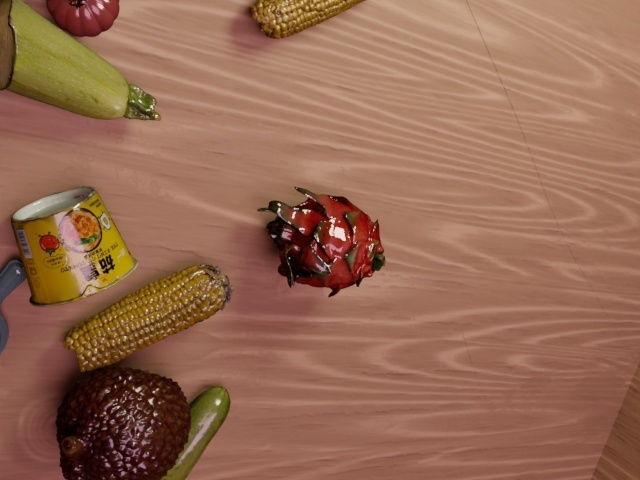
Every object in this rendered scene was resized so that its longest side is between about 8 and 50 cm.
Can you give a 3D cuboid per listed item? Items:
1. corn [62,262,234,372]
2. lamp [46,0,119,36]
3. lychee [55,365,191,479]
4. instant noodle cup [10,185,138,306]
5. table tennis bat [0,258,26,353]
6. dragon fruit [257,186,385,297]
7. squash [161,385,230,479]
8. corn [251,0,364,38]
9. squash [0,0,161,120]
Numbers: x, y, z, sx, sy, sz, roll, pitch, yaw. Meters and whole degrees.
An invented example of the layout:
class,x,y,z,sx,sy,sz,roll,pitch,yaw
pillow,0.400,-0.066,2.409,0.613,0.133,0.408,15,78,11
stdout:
class,x,y,z,sx,sy,sz,roll,pitch,yaw
corn,-0.310,0.135,1.276,0.317,0.115,0.115,-26,121,-18
lamp,-0.357,-0.361,1.050,0.107,0.092,0.108,0,85,-5
lychee,-0.354,0.343,1.266,0.271,0.235,0.236,8,106,-53
instant noodle cup,-0.407,0.003,1.130,0.182,0.182,0.144,-23,111,-21
table tennis bat,-0.576,0.128,1.159,0.244,0.040,0.153,-47,125,0
dragon fruit,0.000,0.000,1.358,0.273,0.193,0.192,21,97,-6
squash,-0.295,0.443,1.419,0.094,0.094,0.341,38,88,-36
corn,0.010,-0.441,1.236,0.293,0.106,0.106,-34,123,-13
squash,-0.387,-0.242,1.080,0.287,0.137,0.137,32,92,-46
